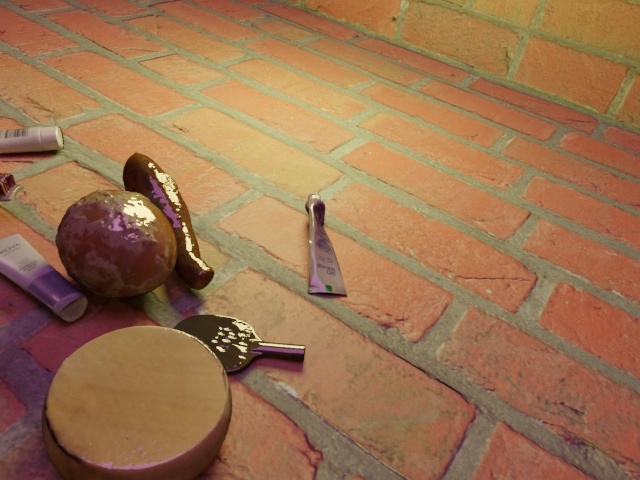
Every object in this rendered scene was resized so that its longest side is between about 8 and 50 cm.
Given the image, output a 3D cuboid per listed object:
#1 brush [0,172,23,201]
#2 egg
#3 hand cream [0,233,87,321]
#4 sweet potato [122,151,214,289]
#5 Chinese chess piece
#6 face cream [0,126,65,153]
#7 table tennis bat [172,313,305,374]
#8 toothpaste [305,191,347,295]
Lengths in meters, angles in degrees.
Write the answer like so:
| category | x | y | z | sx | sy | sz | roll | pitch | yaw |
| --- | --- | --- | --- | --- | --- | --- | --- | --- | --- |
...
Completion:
| category | x | y | z | sx | sy | sz | roll | pitch | yaw |
| --- | --- | --- | --- | --- | --- | --- | --- | --- | --- |
| brush | -0.765 | -0.113 | 1.075 | 0.321 | 0.050 | 0.060 | 2 | 39 | 5 |
| egg | -0.354 | 0.007 | 0.947 | 0.233 | 0.194 | 0.195 | 25 | 39 | 22 |
| hand cream | -0.510 | 0.061 | 0.954 | 0.255 | 0.048 | 0.079 | 30 | 42 | 24 |
| sweet potato | -0.315 | -0.042 | 1.102 | 0.109 | 0.109 | 0.385 | -17 | 57 | -32 |
| Chinese chess piece | -0.251 | 0.236 | 0.755 | 0.251 | 0.097 | 0.250 | 7 | 38 | -6 |
| face cream | -0.746 | -0.235 | 1.278 | 0.244 | 0.058 | 0.092 | -7 | 46 | -14 |
| table tennis bat | -0.143 | 0.181 | 0.922 | 0.235 | 0.022 | 0.131 | 7 | 36 | -2 |
| toothpaste | 0.000 | 0.000 | 1.172 | 0.075 | 0.048 | 0.300 | 25 | 36 | -29 |
